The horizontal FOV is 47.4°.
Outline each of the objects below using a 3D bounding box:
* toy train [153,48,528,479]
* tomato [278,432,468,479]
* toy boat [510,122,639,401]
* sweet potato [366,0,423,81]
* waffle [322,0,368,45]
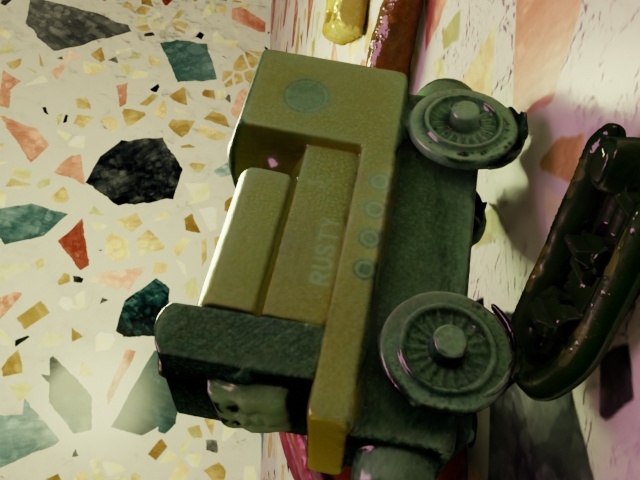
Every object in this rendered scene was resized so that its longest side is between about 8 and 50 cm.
[{"bbox_3d":[0.026,0.011,0.599,0.160,0.253,0.397,95,-174,-56],"label":"toy train"},{"bbox_3d":[0.058,0.222,0.756,0.335,0.176,0.289,139,113,-76],"label":"tomato"},{"bbox_3d":[0.175,0.024,0.488,0.104,0.052,0.210,-101,19,-50],"label":"toy boat"},{"bbox_3d":[0.096,-0.264,0.992,0.072,0.066,0.314,-43,-33,-56],"label":"sweet potato"},{"bbox_3d":[0.054,-0.513,1.366,0.168,0.057,0.274,-141,56,-77],"label":"waffle"}]
